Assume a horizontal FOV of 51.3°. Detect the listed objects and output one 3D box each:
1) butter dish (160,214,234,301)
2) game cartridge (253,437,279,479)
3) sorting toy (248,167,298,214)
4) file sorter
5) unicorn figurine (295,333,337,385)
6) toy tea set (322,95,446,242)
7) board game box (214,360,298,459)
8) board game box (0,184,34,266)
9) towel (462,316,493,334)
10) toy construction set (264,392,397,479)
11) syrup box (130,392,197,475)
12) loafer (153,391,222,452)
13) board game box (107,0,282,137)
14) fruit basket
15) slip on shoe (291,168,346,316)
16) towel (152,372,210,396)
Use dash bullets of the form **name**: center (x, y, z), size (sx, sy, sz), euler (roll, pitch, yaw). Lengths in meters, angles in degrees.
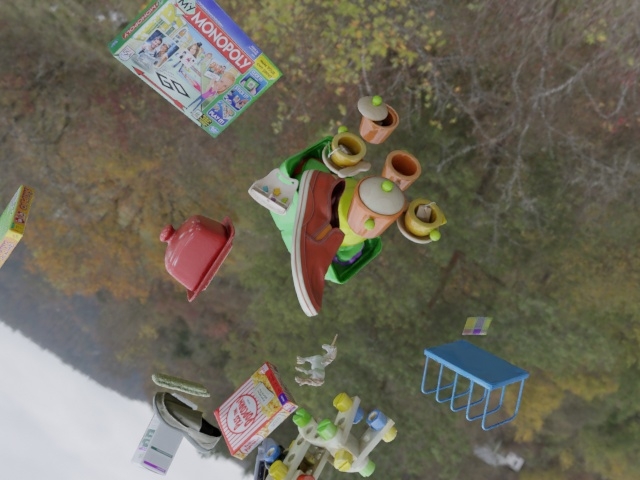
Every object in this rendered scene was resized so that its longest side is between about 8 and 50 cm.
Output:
- **butter dish**: center (-0.244, 0.011, 1.252), size (0.118, 0.160, 0.160), euler (30, -174, -19)
- **game cartridge**: center (-0.117, 0.664, 1.657), size (0.060, 0.294, 0.196), euler (-3, 146, 13)
- **sorting toy**: center (-0.081, -0.096, 1.267), size (0.083, 0.075, 0.045), euler (32, 167, 5)
- **file sorter**: center (0.303, 0.285, 1.331), size (0.118, 0.105, 0.170), euler (-6, -161, -38)
- **unicorn figurine**: center (-0.011, 0.340, 1.842), size (0.111, 0.162, 0.060), euler (2, 140, 2)
- **toy tea set**: center (0.120, -0.149, 1.261), size (0.124, 0.200, 0.336), euler (118, 139, -52)
- **board game box**: center (-0.162, 0.418, 1.646), size (0.045, 0.193, 0.147), euler (42, -175, -41)
- **board game box**: center (-0.664, 0.008, 1.375), size (0.039, 0.124, 0.259), euler (27, 130, -33)
- **towel**: center (0.432, 0.235, 1.838), size (0.083, 0.060, 0.009), euler (-10, 131, 47)
- **toy construction set**: center (-0.032, 0.400, 1.091), size (0.215, 0.327, 0.151), euler (-21, 103, 48)
- **syrup box**: center (-0.492, 0.609, 2.102), size (0.096, 0.237, 0.093), euler (36, 152, -22)
- **loafer**: center (-0.381, 0.515, 1.938), size (0.251, 0.087, 0.094), euler (47, -161, -26)
- **board game box**: center (-0.247, -0.373, 1.381), size (0.317, 0.213, 0.046), euler (37, -164, -52)
- **fruit basket**: center (0.048, -0.084, 1.777), size (0.392, 0.283, 0.392), euler (19, 125, 29)
- **slip on shoe**: center (0.000, 0.000, 1.449), size (0.101, 0.331, 0.123), euler (1, 161, 14)
- **towel**: center (-0.365, 0.378, 1.742), size (0.148, 0.027, 0.110), euler (19, 170, -16)
